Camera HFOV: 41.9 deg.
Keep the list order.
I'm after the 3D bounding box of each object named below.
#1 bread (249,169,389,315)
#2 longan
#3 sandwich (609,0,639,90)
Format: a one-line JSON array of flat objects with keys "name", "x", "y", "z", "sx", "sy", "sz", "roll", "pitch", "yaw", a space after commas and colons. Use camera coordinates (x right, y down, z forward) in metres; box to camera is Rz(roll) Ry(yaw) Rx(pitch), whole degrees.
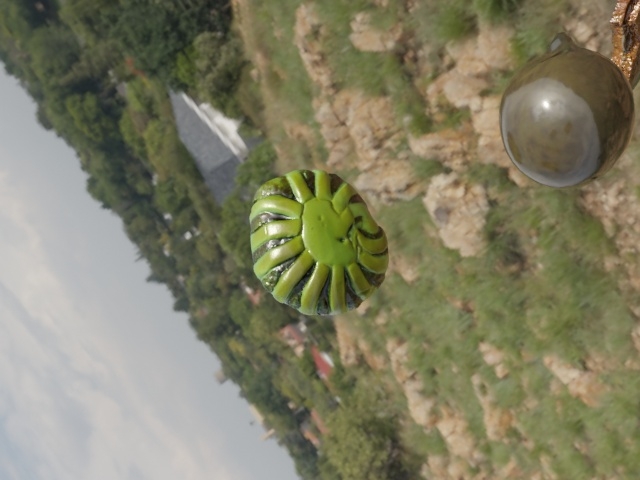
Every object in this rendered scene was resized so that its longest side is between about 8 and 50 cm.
[{"name": "bread", "x": 0.000, "y": 0.000, "z": 0.765, "sx": 0.071, "sy": 0.129, "sz": 0.139, "roll": 148, "pitch": 111, "yaw": -68}, {"name": "longan", "x": 0.176, "y": -0.093, "z": 0.603, "sx": 0.113, "sy": 0.092, "sz": 0.114, "roll": 180, "pitch": 90, "yaw": -87}, {"name": "sandwich", "x": 0.311, "y": -0.208, "z": 0.823, "sx": 0.029, "sy": 0.067, "sz": 0.135, "roll": 29, "pitch": 157, "yaw": 30}]
